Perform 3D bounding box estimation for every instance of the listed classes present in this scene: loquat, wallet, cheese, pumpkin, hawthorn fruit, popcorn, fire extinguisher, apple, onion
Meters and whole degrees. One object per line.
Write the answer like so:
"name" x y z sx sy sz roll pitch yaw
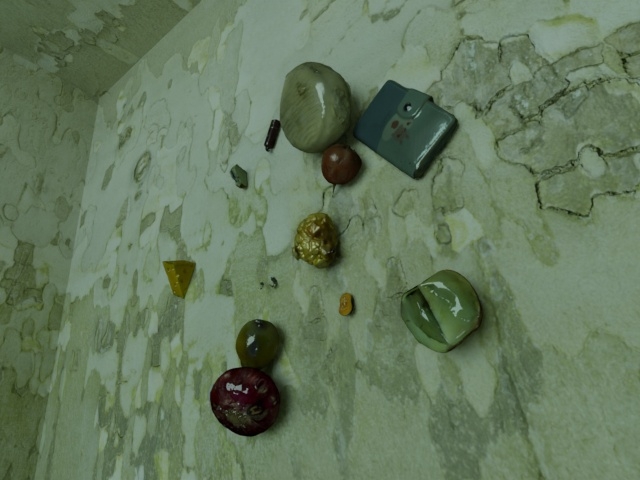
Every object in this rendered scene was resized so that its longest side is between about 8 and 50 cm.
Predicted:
"loquat" -0.226 0.375 1.526 0.152 0.152 0.195 21 103 42
"wallet" 0.278 -0.390 1.458 0.360 0.083 0.252 46 109 39
"cheese" -0.666 0.184 2.015 0.093 0.126 0.171 11 99 36
"pumpkin" 0.089 0.213 1.410 0.050 0.028 0.083 -18 54 32
"hawthorn fruit" 0.065 -0.259 1.539 0.149 0.149 0.189 18 85 42
"popcorn" -0.017 0.006 1.511 0.164 0.140 0.194 -23 70 22
"fire extinguisher" -0.223 -0.462 1.924 0.078 0.045 0.157 -6 67 68
"apple" 0.323 0.187 1.135 0.207 0.174 0.188 -40 72 19
"onion" -0.247 0.536 1.441 0.247 0.190 0.246 10 113 23

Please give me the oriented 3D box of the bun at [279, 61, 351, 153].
"bun" -0.008 -0.495 1.634 0.362 0.235 0.326 57 129 36

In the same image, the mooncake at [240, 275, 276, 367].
"mooncake" -0.247 0.306 1.632 0.150 0.057 0.346 30 95 45

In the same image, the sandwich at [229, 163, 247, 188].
"sandwich" -0.370 -0.288 1.942 0.036 0.093 0.104 -23 62 23

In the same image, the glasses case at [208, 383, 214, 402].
"glasses case" -0.352 0.580 1.614 0.197 0.049 0.076 -12 66 36
